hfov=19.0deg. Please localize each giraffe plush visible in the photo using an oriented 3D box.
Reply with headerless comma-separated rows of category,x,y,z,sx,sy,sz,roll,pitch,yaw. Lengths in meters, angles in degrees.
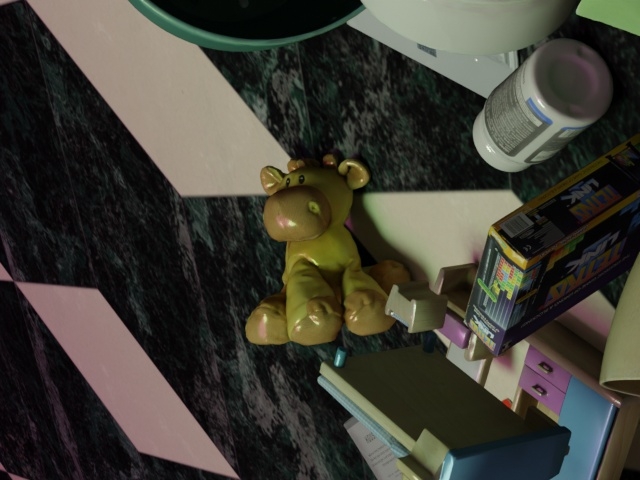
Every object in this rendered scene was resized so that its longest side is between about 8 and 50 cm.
giraffe plush,0.000,0.000,2.020,0.210,0.181,0.170,-80,-20,-75

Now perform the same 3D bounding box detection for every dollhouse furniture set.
dollhouse furniture set,0.100,0.186,1.757,0.286,0.303,0.198,37,123,41

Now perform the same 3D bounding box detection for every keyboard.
keyboard,0.098,-0.191,1.772,0.256,0.014,0.072,34,149,44

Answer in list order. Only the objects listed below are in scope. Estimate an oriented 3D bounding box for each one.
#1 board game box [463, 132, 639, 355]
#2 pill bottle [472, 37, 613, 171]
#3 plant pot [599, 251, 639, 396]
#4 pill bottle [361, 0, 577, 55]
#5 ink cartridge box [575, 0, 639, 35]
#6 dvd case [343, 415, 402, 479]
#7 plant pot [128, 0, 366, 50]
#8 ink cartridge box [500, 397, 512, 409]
board game box,0.205,0.005,1.586,0.048,0.170,0.141,46,152,25
pill bottle,0.184,-0.110,1.614,0.078,0.078,0.137,58,154,5
plant pot,0.340,0.020,1.293,0.284,0.284,0.191,-10,72,64
pill bottle,0.132,-0.323,1.320,0.224,0.224,0.392,49,153,24
ink cartridge box,0.278,-0.181,1.297,0.171,0.056,0.235,20,146,1
dvd case,0.125,0.286,2.195,0.239,0.029,0.179,58,155,7
plant pot,-0.072,-0.297,1.675,0.293,0.293,0.235,61,170,-1
ink cartridge box,0.140,0.399,1.945,0.308,0.091,0.385,-44,54,36
